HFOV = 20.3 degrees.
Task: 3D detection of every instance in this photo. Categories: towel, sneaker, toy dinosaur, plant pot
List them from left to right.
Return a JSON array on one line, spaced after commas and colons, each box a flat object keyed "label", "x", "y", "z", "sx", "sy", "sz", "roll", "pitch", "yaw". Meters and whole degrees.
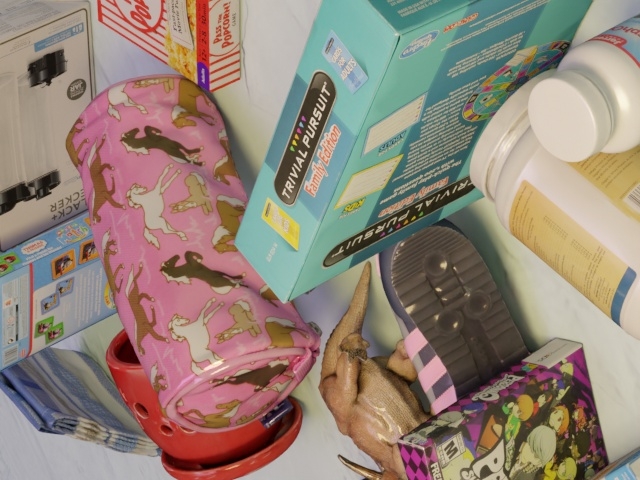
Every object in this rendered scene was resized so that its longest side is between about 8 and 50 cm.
[{"label": "towel", "x": -0.323, "y": 0.186, "z": 2.250, "sx": 0.209, "sy": 0.285, "sz": 0.034, "roll": 43, "pitch": 97, "yaw": 27}, {"label": "plant pot", "x": -0.125, "y": 0.166, "z": 1.993, "sx": 0.191, "sy": 0.191, "sz": 0.174, "roll": 8, "pitch": 123, "yaw": 51}, {"label": "toy dinosaur", "x": 0.059, "y": 0.183, "z": 1.826, "sx": 0.295, "sy": 0.127, "sz": 0.200, "roll": 64, "pitch": 154, "yaw": 7}, {"label": "sneaker", "x": 0.141, "y": 0.109, "z": 1.700, "sx": 0.131, "sy": 0.112, "sz": 0.319, "roll": -125, "pitch": 14, "yaw": -69}]

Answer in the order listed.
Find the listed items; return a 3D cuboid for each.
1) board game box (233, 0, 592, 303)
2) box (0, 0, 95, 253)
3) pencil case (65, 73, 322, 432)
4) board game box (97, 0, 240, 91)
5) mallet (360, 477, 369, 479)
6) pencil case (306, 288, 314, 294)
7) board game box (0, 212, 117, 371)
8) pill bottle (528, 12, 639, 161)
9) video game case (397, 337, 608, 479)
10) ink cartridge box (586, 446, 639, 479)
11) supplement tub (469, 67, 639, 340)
[{"label": "board game box", "x": 0.082, "y": -0.120, "z": 1.449, "sx": 0.079, "sy": 0.254, "sz": 0.336, "roll": 49, "pitch": 144, "yaw": 20}, {"label": "box", "x": -0.350, "y": -0.143, "z": 2.093, "sx": 0.087, "sy": 0.169, "sz": 0.290, "roll": 32, "pitch": 135, "yaw": 34}, {"label": "pencil case", "x": -0.134, "y": 0.005, "z": 1.821, "sx": 0.160, "sy": 0.167, "sz": 0.386, "roll": -45, "pitch": 53, "yaw": 30}, {"label": "board game box", "x": -0.161, "y": -0.261, "z": 1.861, "sx": 0.193, "sy": 0.045, "sz": 0.146, "roll": 34, "pitch": 137, "yaw": 36}, {"label": "mallet", "x": 0.080, "y": 0.354, "z": 1.965, "sx": 0.189, "sy": 0.062, "sz": 0.039, "roll": 57, "pitch": 148, "yaw": 7}, {"label": "pencil case", "x": 0.000, "y": 0.000, "z": 1.816, "sx": 0.151, "sy": 0.064, "sz": 0.070, "roll": -49, "pitch": 57, "yaw": 55}, {"label": "board game box", "x": -0.305, "y": 0.050, "z": 2.127, "sx": 0.039, "sy": 0.211, "sz": 0.160, "roll": 41, "pitch": 141, "yaw": 31}, {"label": "pill bottle", "x": 0.232, "y": -0.118, "z": 1.333, "sx": 0.087, "sy": 0.160, "sz": 0.087, "roll": 32, "pitch": 136, "yaw": 36}, {"label": "video game case", "x": 0.179, "y": 0.236, "z": 1.615, "sx": 0.042, "sy": 0.210, "sz": 0.232, "roll": 9, "pitch": 120, "yaw": 50}, {"label": "ink cartridge box", "x": 0.271, "y": 0.227, "z": 1.579, "sx": 0.061, "sy": 0.104, "sz": 0.181, "roll": 56, "pitch": 146, "yaw": 9}, {"label": "supplement tub", "x": 0.230, "y": -0.031, "z": 1.413, "sx": 0.200, "sy": 0.144, "sz": 0.144, "roll": 43, "pitch": 142, "yaw": 26}]
